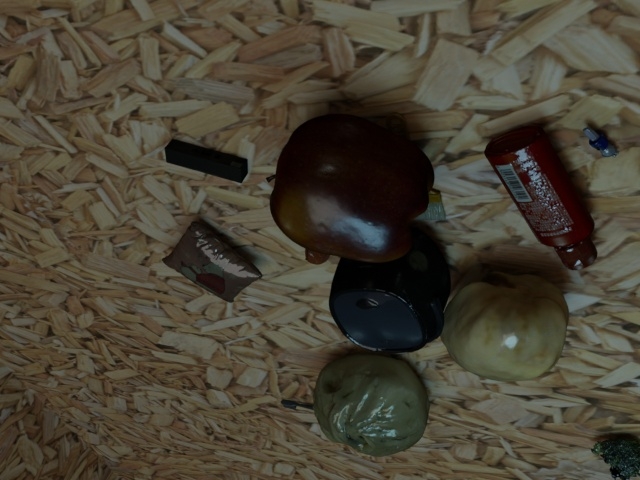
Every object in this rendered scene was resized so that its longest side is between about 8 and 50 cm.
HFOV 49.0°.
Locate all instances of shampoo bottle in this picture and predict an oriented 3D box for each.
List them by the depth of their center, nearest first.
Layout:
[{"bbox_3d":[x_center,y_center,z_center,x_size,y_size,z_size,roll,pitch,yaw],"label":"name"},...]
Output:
[{"bbox_3d":[0.430,-0.074,1.324,0.118,0.076,0.314,-17,124,38],"label":"shampoo bottle"}]

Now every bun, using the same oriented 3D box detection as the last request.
[{"bbox_3d":[0.136,0.478,1.954,0.326,0.234,0.362,40,136,-21],"label":"bun"}]

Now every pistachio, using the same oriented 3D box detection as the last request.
[{"bbox_3d":[0.394,0.185,1.510,0.321,0.229,0.238,-29,79,60],"label":"pistachio"}]

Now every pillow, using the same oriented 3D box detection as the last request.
[{"bbox_3d":[-0.287,0.067,1.849,0.236,0.084,0.223,36,141,-8],"label":"pillow"}]

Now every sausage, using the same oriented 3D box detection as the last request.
[{"bbox_3d":[0.001,0.000,1.640,0.065,0.065,0.169,21,139,6],"label":"sausage"}]

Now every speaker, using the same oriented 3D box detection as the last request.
[{"bbox_3d":[-0.261,-0.182,1.602,0.191,0.040,0.046,16,138,12],"label":"speaker"}]

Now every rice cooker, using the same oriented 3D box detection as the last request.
[{"bbox_3d":[0.157,0.106,1.548,0.267,0.224,0.267,14,137,13],"label":"rice cooker"}]

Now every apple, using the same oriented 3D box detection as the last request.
[{"bbox_3d":[0.048,-0.099,1.348,0.316,0.288,0.288,19,140,6],"label":"apple"}]

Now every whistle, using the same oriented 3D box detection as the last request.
[{"bbox_3d":[0.488,-0.171,1.228,0.083,0.029,0.033,36,156,-22],"label":"whistle"}]

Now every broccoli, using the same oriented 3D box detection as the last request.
[{"bbox_3d":[0.787,0.582,1.834,0.122,0.118,0.204,-22,143,7],"label":"broccoli"}]

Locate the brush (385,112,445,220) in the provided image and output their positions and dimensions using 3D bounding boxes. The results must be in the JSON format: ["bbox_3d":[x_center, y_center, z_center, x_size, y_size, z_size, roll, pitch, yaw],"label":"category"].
[{"bbox_3d":[0.181,-0.144,1.430,0.103,0.013,0.272,0,133,27],"label":"brush"}]

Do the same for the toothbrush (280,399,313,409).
[{"bbox_3d":[0.015,0.547,2.250,0.321,0.023,0.031,3,142,27],"label":"toothbrush"}]
